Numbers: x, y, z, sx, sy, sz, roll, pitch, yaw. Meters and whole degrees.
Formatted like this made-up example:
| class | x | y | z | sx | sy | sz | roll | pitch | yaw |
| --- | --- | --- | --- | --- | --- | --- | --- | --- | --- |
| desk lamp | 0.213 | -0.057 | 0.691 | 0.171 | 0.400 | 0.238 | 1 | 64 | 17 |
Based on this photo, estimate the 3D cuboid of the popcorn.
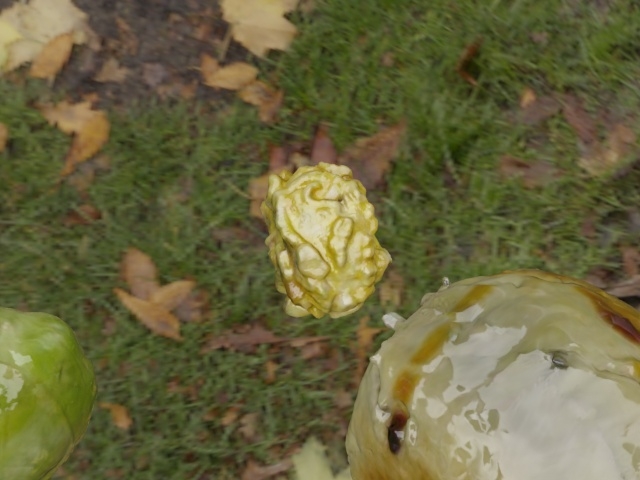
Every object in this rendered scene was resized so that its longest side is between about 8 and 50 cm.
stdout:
| class | x | y | z | sx | sy | sz | roll | pitch | yaw |
| --- | --- | --- | --- | --- | --- | --- | --- | --- | --- |
| popcorn | 0.000 | 0.000 | 0.740 | 0.057 | 0.083 | 0.082 | -15 | 81 | -13 |

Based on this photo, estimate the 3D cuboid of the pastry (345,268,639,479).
| class | x | y | z | sx | sy | sz | roll | pitch | yaw |
| --- | --- | --- | --- | --- | --- | --- | --- | --- | --- |
| pastry | 0.155 | 0.115 | 0.941 | 0.237 | 0.170 | 0.256 | -29 | 48 | -22 |

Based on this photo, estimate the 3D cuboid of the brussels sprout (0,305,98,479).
| class | x | y | z | sx | sy | sz | roll | pitch | yaw |
| --- | --- | --- | --- | --- | --- | --- | --- | --- | --- |
| brussels sprout | -0.296 | 0.158 | 1.299 | 0.161 | 0.223 | 0.223 | 12 | 93 | 22 |
